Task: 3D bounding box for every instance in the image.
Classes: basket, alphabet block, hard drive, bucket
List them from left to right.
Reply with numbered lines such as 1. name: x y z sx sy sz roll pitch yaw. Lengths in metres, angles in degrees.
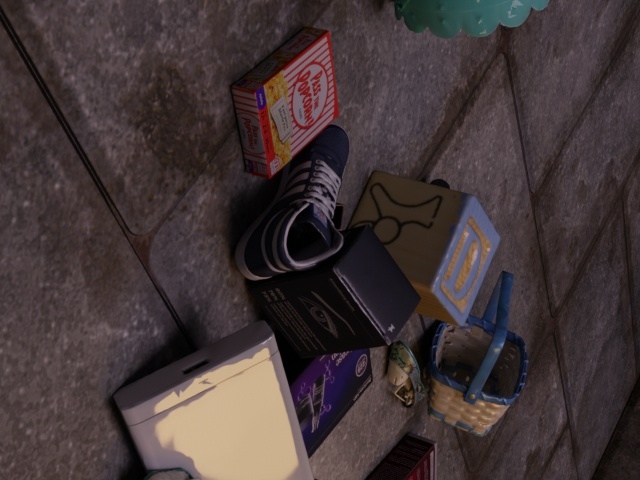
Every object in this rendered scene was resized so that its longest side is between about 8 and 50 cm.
1. hard drive: -0.142 0.297 1.690 0.233 0.047 0.353 -26 133 -15
2. alphabet block: 0.172 0.015 2.029 0.192 0.197 0.193 -64 149 -15
3. bucket: 0.235 -0.467 1.838 0.281 0.281 0.183 -51 140 -34
4. basket: 0.324 0.233 2.353 0.255 0.201 0.289 -64 177 -57

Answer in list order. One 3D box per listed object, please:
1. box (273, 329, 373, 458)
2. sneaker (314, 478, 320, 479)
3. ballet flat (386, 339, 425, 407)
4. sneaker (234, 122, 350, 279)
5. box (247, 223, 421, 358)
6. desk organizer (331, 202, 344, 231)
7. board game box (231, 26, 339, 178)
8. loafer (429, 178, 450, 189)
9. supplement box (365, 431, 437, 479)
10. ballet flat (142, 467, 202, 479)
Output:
1. box: -0.025 0.231 1.904 0.261 0.103 0.184 -46 143 -40
2. sneaker: -0.089 0.583 1.975 0.147 0.145 0.385 116 -1 -69
3. ballet flat: 0.164 0.271 2.287 0.070 0.070 0.188 -57 143 -27
4. sneaker: -0.007 -0.063 1.710 0.099 0.153 0.282 40 67 -22
5. box: 0.020 0.080 1.747 0.153 0.207 0.108 55 50 -20
6. desk organizer: 0.000 0.000 1.876 0.047 0.050 0.130 -20 121 -55
7. board game box: -0.047 -0.203 1.698 0.193 0.045 0.147 -47 141 -39
8. loafer: 0.197 -0.036 2.201 0.061 0.062 0.170 134 -21 -87
9. supplement box: 0.152 0.515 2.375 0.239 0.073 0.130 -38 134 -47
10. ballet flat: -0.190 0.513 1.680 0.147 0.147 0.409 -38 139 -46
